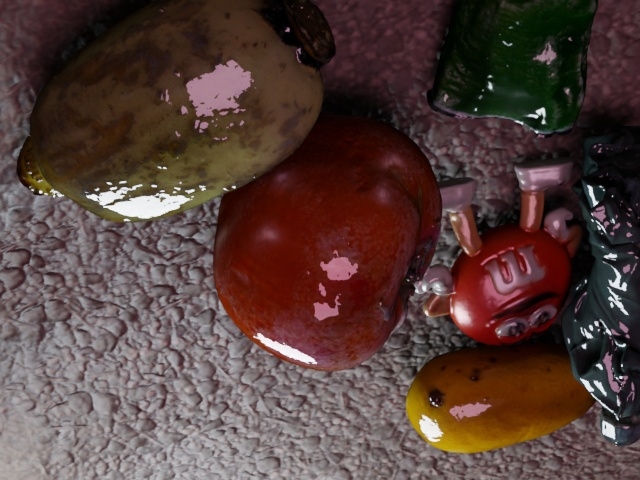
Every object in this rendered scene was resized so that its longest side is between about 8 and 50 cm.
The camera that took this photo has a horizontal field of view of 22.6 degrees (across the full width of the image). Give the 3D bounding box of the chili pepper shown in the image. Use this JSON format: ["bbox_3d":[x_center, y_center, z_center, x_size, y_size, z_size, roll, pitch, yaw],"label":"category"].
[{"bbox_3d":[0.187,-0.215,1.361,0.136,0.099,0.270,19,135,6],"label":"chili pepper"}]

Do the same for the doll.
[{"bbox_3d":[0.177,0.028,1.570,0.183,0.085,0.217,-14,124,-11],"label":"doll"}]

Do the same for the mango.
[{"bbox_3d":[0.192,0.159,1.667,0.227,0.109,0.147,-6,159,-27],"label":"mango"}]

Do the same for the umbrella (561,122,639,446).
[{"bbox_3d":[0.283,0.057,1.549,0.094,0.143,0.348,9,129,19],"label":"umbrella"}]

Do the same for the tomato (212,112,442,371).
[{"bbox_3d":[-0.002,0.002,1.437,0.189,0.232,0.232,22,130,15],"label":"tomato"}]

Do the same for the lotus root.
[{"bbox_3d":[-0.134,-0.107,1.361,0.309,0.173,0.173,-28,129,22],"label":"lotus root"}]
